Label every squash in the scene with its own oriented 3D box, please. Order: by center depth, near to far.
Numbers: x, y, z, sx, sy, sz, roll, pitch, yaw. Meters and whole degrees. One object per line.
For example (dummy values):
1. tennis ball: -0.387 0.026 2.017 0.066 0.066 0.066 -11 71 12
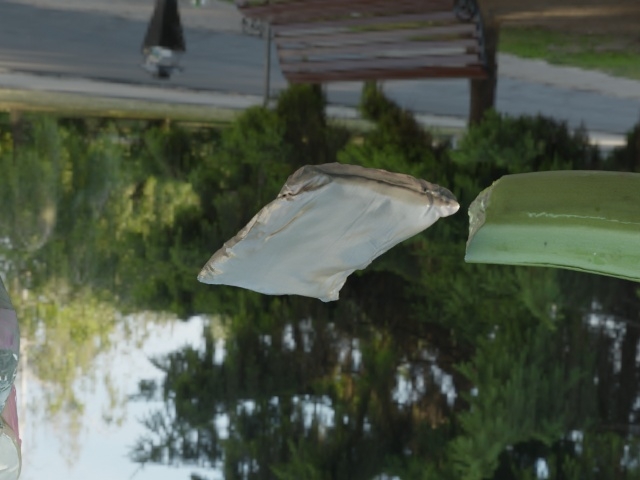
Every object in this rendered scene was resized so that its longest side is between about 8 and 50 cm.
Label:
1. squash: 0.222 -0.003 0.630 0.250 0.083 0.083 8 -175 15

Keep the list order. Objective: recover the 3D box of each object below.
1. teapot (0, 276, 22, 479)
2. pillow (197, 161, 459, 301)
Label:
1. teapot: -0.280 0.120 0.691 0.178 0.221 0.163 36 170 44
2. pillow: 0.000 0.000 0.999 0.173 0.067 0.270 14 147 -26
